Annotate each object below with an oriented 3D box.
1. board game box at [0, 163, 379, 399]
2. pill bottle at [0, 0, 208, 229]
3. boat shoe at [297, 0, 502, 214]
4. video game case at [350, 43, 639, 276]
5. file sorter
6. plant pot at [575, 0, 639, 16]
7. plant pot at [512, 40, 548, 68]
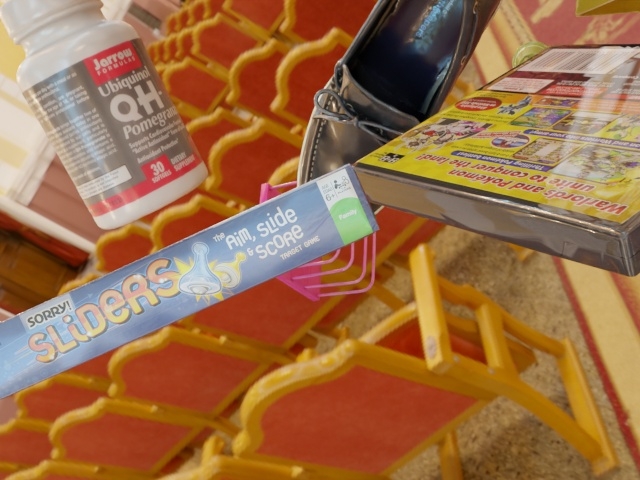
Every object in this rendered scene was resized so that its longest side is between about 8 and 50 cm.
[{"bbox_3d":[-0.067,0.017,0.406,0.201,0.035,0.136,-24,2,4],"label":"board game box"},{"bbox_3d":[-0.300,-0.190,1.035,0.176,0.318,0.176,-24,15,7],"label":"pill bottle"},{"bbox_3d":[0.088,-0.204,1.093,0.500,0.187,0.156,-58,-7,34],"label":"boat shoe"},{"bbox_3d":[0.191,-0.080,0.554,0.248,0.035,0.275,-32,27,-21],"label":"video game case"},{"bbox_3d":[0.000,0.000,1.811,0.182,0.291,0.202,-8,65,26],"label":"file sorter"},{"bbox_3d":[0.406,-0.355,0.790,0.212,0.212,0.187,-124,29,-82],"label":"plant pot"},{"bbox_3d":[0.433,-0.361,1.539,0.083,0.083,0.079,-47,0,25],"label":"plant pot"}]
